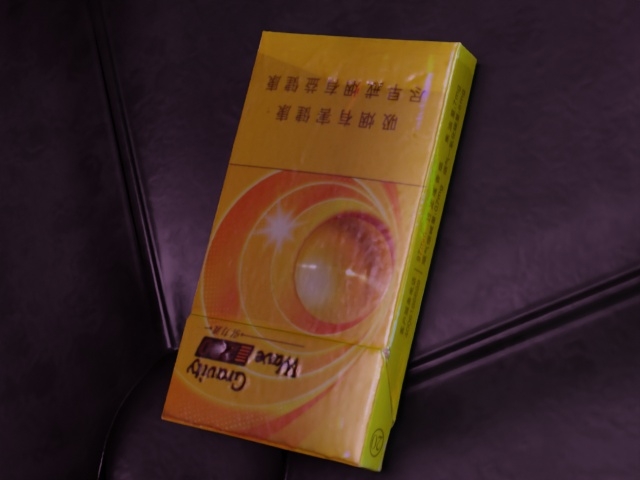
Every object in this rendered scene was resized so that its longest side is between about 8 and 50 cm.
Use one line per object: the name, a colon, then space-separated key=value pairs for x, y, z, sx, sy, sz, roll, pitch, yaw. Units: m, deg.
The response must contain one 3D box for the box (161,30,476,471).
box: x=0.000 y=0.000 z=0.869 sx=0.152 sy=0.043 sz=0.269 roll=9 pitch=80 yaw=32
